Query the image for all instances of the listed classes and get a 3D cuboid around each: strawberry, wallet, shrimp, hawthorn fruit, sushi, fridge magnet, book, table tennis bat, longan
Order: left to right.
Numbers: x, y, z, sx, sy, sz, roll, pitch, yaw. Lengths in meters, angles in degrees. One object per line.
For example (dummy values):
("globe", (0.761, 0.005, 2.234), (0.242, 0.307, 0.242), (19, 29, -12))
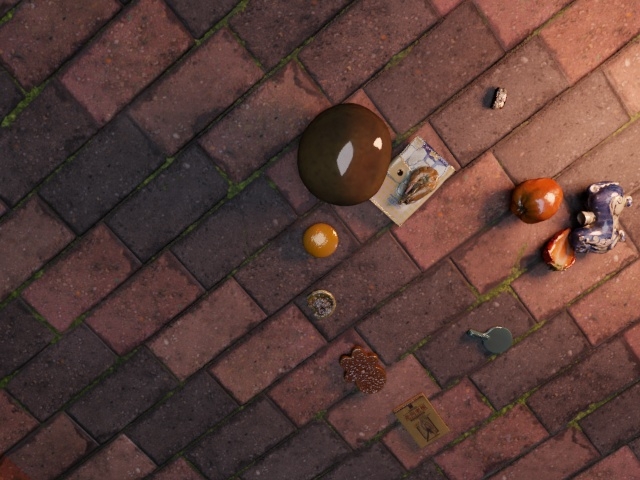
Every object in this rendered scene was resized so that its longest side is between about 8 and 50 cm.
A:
("fridge magnet", (0.000, 0.000, 1.730), (0.143, 0.063, 0.142), (-1, 103, -2))
("longan", (0.091, -0.303, 1.539), (0.362, 0.361, 0.360), (0, 103, 0))
("wallet", (0.343, -0.228, 1.675), (0.223, 0.077, 0.309), (41, 97, -12))
("shrimp", (0.367, -0.201, 1.635), (0.190, 0.042, 0.101), (-43, 86, 6))
("book", (0.456, 0.810, 1.937), (0.161, 0.026, 0.230), (-35, 100, 7))
("table tennis bat", (0.727, 0.418, 1.848), (0.201, 0.033, 0.124), (15, 100, -6))
("sushi", (0.679, -0.533, 1.624), (0.046, 0.044, 0.083), (13, 104, -2))
("hawthorn fruit", (0.827, -0.157, 1.650), (0.190, 0.189, 0.188), (0, 103, 0))
("strawberry", (0.959, 0.035, 1.738), (0.147, 0.082, 0.186), (22, 87, -27))

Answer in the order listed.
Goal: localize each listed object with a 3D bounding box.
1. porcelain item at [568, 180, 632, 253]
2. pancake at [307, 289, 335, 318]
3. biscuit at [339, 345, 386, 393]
("porcelain item", (1.075, -0.086, 1.679), (0.187, 0.138, 0.287), (-5, 108, -5))
("pancake", (0.005, 0.265, 1.812), (0.116, 0.022, 0.129), (-35, 105, 7))
("biscuit", (0.188, 0.568, 1.873), (0.180, 0.039, 0.236), (-37, 101, 5))
